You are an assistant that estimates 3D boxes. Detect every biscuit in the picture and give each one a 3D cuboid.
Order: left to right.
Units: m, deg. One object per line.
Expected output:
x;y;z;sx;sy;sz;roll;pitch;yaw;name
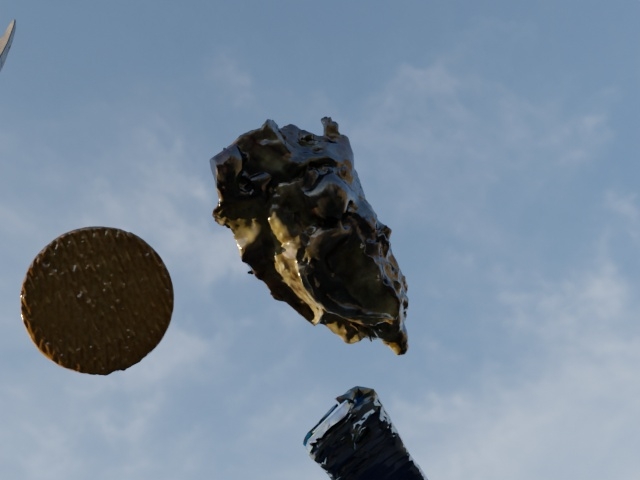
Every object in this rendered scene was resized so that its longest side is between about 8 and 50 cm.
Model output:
-0.375;0.102;1.759;0.262;0.261;0.037;-7;-16;-13;biscuit

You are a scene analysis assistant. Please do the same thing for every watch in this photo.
0.103;0.240;0.595;0.068;0.276;0.274;-30;-30;-4;watch

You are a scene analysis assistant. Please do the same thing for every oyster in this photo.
0.002;0.011;1.339;0.221;0.096;0.361;-27;-81;-21;oyster

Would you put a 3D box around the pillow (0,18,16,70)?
-0.433;-0.178;1.286;0.033;0.130;0.217;28;-44;-26;pillow
